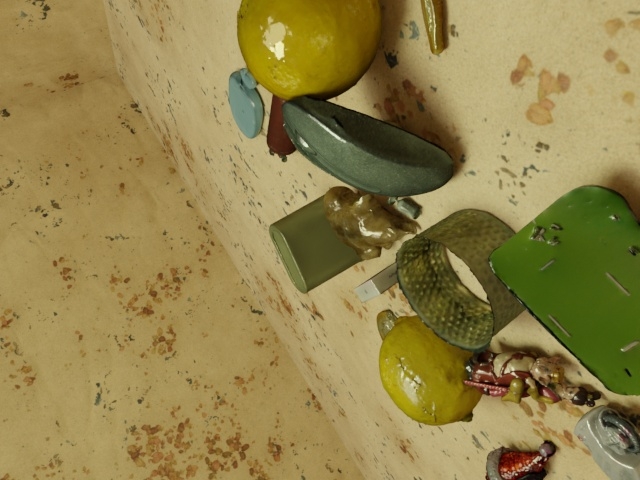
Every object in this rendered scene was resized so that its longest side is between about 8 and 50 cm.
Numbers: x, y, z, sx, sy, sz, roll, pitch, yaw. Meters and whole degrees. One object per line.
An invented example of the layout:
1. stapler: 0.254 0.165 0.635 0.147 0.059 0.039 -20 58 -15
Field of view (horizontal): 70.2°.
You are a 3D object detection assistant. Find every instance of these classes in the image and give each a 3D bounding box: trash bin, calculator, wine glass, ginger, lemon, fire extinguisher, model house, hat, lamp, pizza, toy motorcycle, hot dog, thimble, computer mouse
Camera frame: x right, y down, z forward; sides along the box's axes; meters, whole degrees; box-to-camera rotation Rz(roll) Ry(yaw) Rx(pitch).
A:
1. trash bin: 0.000 0.000 1.355 0.121 0.247 0.244 0 116 62
2. calculator: -0.263 -0.477 1.591 0.188 0.042 0.303 55 159 14
3. wine glass: 0.203 -0.082 1.103 0.083 0.042 0.039 41 127 34
4. ginger: 0.128 -0.035 1.208 0.270 0.123 0.219 31 144 47
5. lemon: 0.277 0.330 1.173 0.284 0.260 0.260 52 156 4
6. fire extinguisher: -0.109 -0.355 1.361 0.337 0.106 0.148 117 146 -62
7. model house: 0.440 0.062 0.721 0.294 0.154 0.207 48 112 8
8. hat: 0.527 0.572 1.157 0.140 0.129 0.228 19 133 -7
9. lamp: 0.437 0.289 0.965 0.253 0.118 0.119 -7 111 53
10. pizza: 0.268 0.348 1.479 0.262 0.034 0.181 47 153 27
11. toy motorcycle: 0.571 0.411 0.872 0.260 0.110 0.171 60 174 -16
12. hot dog: 0.194 -0.392 0.784 0.044 0.028 0.137 -108 2 -67
13. thimble: 0.301 0.083 0.961 0.271 0.149 0.271 46 153 31
14. computer mouse: 0.084 -0.169 0.918 0.373 0.114 0.203 19 173 -2
15. lemon: -0.024 -0.413 0.888 0.297 0.297 0.297 45 152 31

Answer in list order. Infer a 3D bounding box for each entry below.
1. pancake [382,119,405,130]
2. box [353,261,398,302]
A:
1. pancake: 0.168 -0.203 1.053 0.158 0.028 0.158 45 153 30
2. box: 0.176 0.111 1.270 0.051 0.130 0.129 56 156 6
